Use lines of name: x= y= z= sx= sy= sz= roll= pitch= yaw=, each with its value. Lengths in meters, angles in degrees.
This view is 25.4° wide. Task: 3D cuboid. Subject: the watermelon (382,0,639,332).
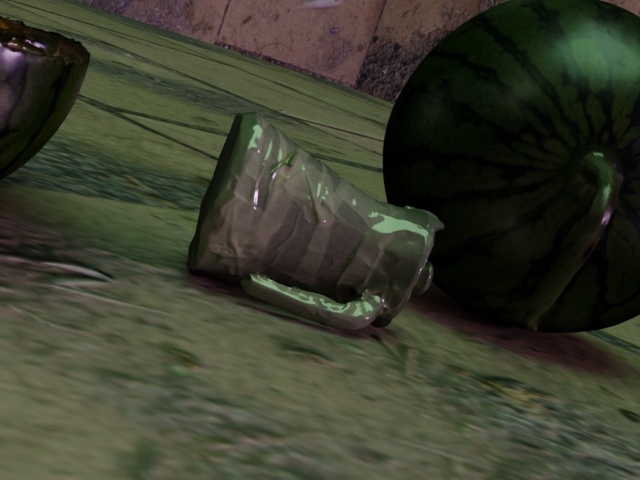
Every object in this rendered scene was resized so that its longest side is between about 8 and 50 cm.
watermelon: x=0.098 y=-0.027 z=0.570 sx=0.140 sy=0.141 sz=0.187 roll=18 pitch=6 yaw=-9

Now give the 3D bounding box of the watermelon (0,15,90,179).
watermelon: x=-0.123 y=-0.045 z=0.421 sx=0.105 sy=0.062 sz=0.105 roll=10 pitch=15 yaw=-3

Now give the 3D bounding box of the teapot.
teapot: x=0.000 y=0.000 z=0.473 sx=0.083 sy=0.057 sz=0.067 roll=21 pitch=45 yaw=-13
